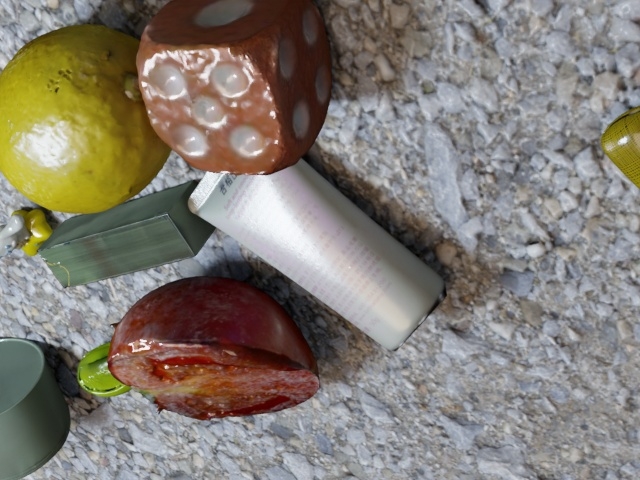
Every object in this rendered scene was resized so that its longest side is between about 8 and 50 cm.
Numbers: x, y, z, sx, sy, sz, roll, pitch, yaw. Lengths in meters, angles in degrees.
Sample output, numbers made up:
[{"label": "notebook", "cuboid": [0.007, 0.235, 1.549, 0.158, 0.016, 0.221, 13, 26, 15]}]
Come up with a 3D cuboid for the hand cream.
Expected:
[{"label": "hand cream", "cuboid": [0.000, 0.000, 1.262, 0.358, 0.118, 0.185, 39, 126, 1]}]

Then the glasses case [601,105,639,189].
[{"label": "glasses case", "cuboid": [0.410, -0.055, 1.043, 0.234, 0.064, 0.079, 40, 139, -9]}]

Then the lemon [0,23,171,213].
[{"label": "lemon", "cuboid": [-0.295, -0.150, 1.188, 0.263, 0.236, 0.236, -20, 116, 25]}]

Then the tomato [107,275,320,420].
[{"label": "tomato", "cuboid": [-0.150, 0.140, 1.396, 0.309, 0.170, 0.309, -2, 151, -1]}]

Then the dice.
[{"label": "dice", "cuboid": [-0.091, -0.191, 1.104, 0.175, 0.174, 0.179, 1, 131, 23]}]

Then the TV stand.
[{"label": "TV stand", "cuboid": [-0.284, -0.005, 1.394, 0.269, 0.088, 0.083, -12, 121, 32]}]

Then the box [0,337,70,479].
[{"label": "box", "cuboid": [-0.572, 0.301, 1.681, 0.226, 0.226, 0.149, 4, 127, 23]}]

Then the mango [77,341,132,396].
[{"label": "mango", "cuboid": [-0.335, 0.213, 1.606, 0.165, 0.074, 0.091, -14, 114, 19]}]

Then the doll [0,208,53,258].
[{"label": "doll", "cuboid": [-0.475, -0.011, 1.466, 0.071, 0.113, 0.135, 55, 152, 4]}]
